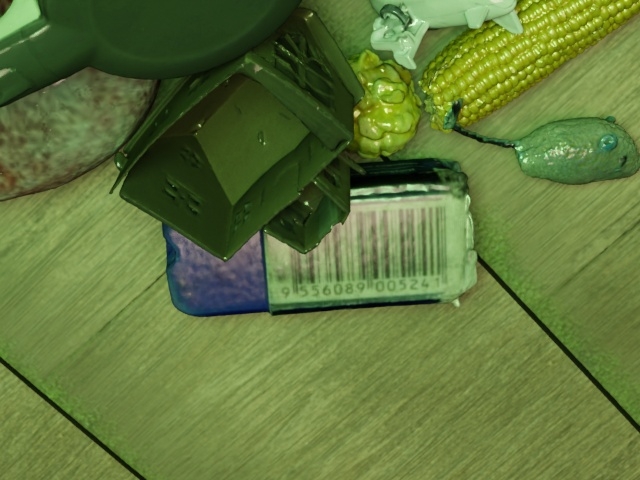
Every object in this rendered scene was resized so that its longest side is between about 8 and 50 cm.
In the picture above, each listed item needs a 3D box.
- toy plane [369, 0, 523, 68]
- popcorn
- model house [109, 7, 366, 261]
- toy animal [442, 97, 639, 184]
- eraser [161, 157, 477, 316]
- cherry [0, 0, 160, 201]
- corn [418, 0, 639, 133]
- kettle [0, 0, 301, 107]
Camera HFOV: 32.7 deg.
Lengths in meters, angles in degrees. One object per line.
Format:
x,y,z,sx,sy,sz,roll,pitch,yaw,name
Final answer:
0.123,-0.245,1.105,0.174,0.174,0.080,-31,134,7,toy plane
0.056,-0.146,1.148,0.106,0.121,0.116,-20,118,-31,popcorn
-0.056,-0.120,1.083,0.204,0.243,0.211,37,118,-23,model house
0.232,-0.107,1.169,0.253,0.070,0.079,9,118,-20,toy animal
0.000,0.000,1.192,0.332,0.101,0.154,-4,107,0,eraser
-0.280,-0.170,1.078,0.230,0.203,0.300,27,104,-14,cherry
0.225,-0.221,1.140,0.293,0.106,0.106,-34,105,9,corn
-0.215,-0.315,0.913,0.361,0.250,0.376,-25,62,1,kettle
